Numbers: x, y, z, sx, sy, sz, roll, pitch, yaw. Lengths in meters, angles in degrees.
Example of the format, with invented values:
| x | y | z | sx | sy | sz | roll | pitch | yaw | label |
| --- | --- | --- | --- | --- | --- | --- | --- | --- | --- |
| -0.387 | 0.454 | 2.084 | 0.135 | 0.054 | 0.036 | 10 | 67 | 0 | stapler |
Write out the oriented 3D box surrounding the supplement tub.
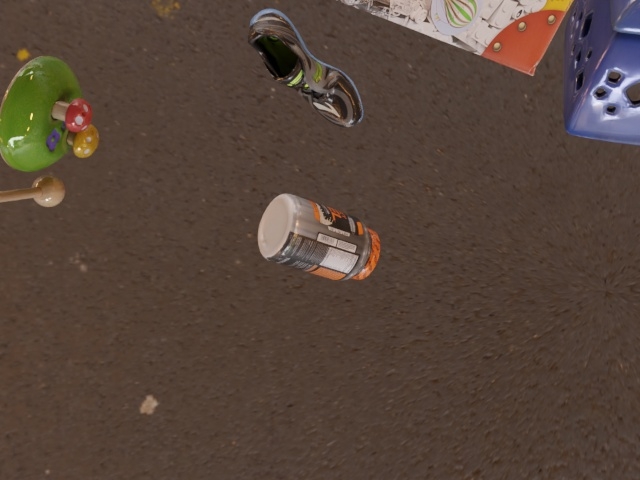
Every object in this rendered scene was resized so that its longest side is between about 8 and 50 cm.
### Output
| x | y | z | sx | sy | sz | roll | pitch | yaw | label |
| --- | --- | --- | --- | --- | --- | --- | --- | --- | --- |
| 0.000 | 0.000 | 1.472 | 0.117 | 0.190 | 0.117 | -31 | 50 | 46 | supplement tub |

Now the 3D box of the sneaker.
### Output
| x | y | z | sx | sy | sz | roll | pitch | yaw | label |
| --- | --- | --- | --- | --- | --- | --- | --- | --- | --- |
| -0.024 | -0.207 | 1.104 | 0.188 | 0.078 | 0.067 | 43 | 129 | -18 | sneaker |

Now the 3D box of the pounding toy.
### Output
| x | y | z | sx | sy | sz | roll | pitch | yaw | label |
| --- | --- | --- | --- | --- | --- | --- | --- | --- | --- |
| -0.401 | -0.154 | 1.335 | 0.110 | 0.183 | 0.237 | 19 | 99 | 12 | pounding toy |

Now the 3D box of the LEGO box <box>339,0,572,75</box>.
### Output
| x | y | z | sx | sy | sz | roll | pitch | yaw | label |
| --- | --- | --- | --- | --- | --- | --- | --- | --- | --- |
| 0.091 | -0.426 | 0.622 | 0.500 | 0.372 | 0.193 | -65 | 28 | 24 | LEGO box |

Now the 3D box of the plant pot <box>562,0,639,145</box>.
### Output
| x | y | z | sx | sy | sz | roll | pitch | yaw | label |
| --- | --- | --- | --- | --- | --- | --- | --- | --- | --- |
| 0.461 | -0.276 | 1.147 | 0.236 | 0.212 | 0.236 | 8 | 54 | 4 | plant pot |
